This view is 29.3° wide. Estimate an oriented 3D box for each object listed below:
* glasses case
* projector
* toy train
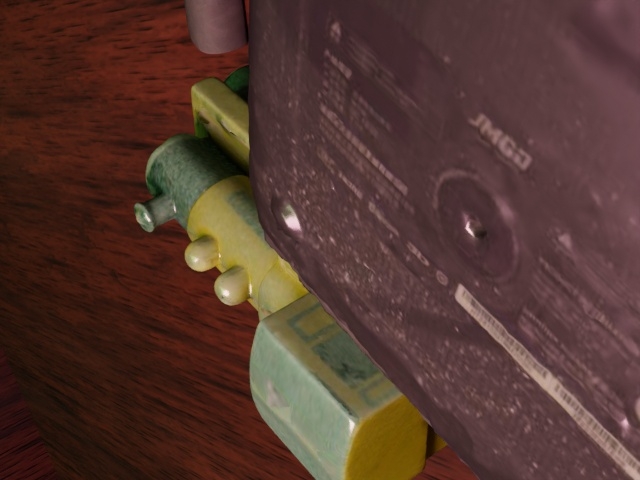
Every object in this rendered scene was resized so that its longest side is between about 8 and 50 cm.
[{"bbox_3d":[-0.105,-0.260,1.081,0.072,0.042,0.190,46,150,45],"label":"glasses case"},{"bbox_3d":[0.153,-0.051,0.586,0.395,0.242,0.405,46,150,28],"label":"projector"},{"bbox_3d":[0.000,0.000,0.910,0.369,0.237,0.150,43,150,34],"label":"toy train"}]
